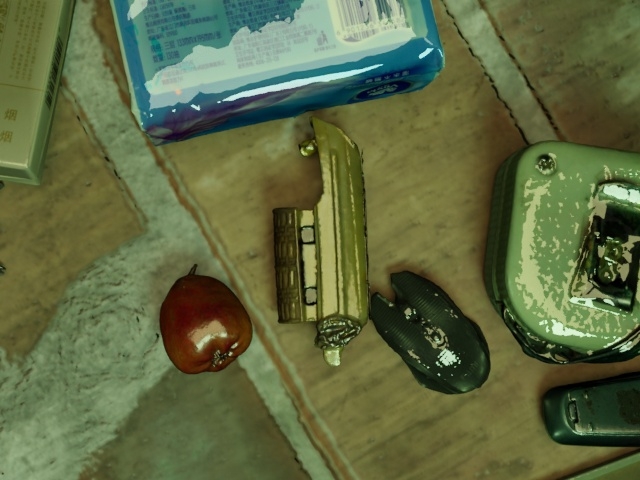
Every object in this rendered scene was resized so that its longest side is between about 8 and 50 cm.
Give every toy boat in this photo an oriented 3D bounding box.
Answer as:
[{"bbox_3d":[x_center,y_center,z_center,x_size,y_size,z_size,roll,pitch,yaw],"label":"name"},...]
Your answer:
[{"bbox_3d":[0.000,0.000,0.903,0.088,0.068,0.226,-4,89,2],"label":"toy boat"}]

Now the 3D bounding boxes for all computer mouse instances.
[{"bbox_3d":[0.104,0.087,0.917,0.079,0.047,0.135,-44,89,-6],"label":"computer mouse"}]

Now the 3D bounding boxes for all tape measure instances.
[{"bbox_3d":[0.276,0.016,0.900,0.235,0.115,0.207,7,85,-4],"label":"tape measure"}]

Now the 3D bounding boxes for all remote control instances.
[{"bbox_3d":[0.319,0.157,0.928,0.222,0.042,0.072,-3,73,-4],"label":"remote control"}]

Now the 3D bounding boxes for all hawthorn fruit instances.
[{"bbox_3d":[-0.108,0.070,0.892,0.081,0.081,0.093,-27,61,-5],"label":"hawthorn fruit"}]

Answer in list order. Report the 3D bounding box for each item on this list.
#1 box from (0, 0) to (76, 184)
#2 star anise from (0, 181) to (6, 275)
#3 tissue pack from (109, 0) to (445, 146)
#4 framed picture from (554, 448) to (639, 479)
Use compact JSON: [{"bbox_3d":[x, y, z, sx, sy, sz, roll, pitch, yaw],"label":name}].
[{"bbox_3d":[-0.301,-0.158,0.876,0.141,0.058,0.201,7,78,-4],"label":"box"},{"bbox_3d":[-0.349,-0.011,0.890,0.141,0.042,0.141,0,86,-3],"label":"star anise"},{"bbox_3d":[-0.045,-0.206,0.867,0.263,0.146,0.198,-13,87,-4],"label":"tissue pack"},{"bbox_3d":[0.313,0.325,0.938,0.184,0.016,0.250,-20,90,-5],"label":"framed picture"}]
